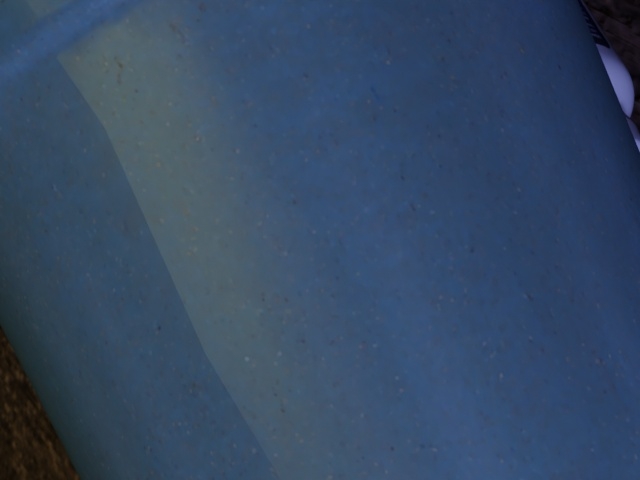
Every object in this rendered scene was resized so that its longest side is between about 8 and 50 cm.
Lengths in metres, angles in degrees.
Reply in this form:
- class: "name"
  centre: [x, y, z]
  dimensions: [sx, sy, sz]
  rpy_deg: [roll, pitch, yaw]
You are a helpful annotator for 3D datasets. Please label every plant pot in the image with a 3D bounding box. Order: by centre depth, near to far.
- class: "plant pot"
  centre: [0.000, 0.000, 0.701]
  dimensions: [0.341, 0.341, 0.334]
  rpy_deg: [-33, 75, 34]

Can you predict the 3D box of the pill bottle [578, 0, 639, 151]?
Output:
- class: "pill bottle"
  centre: [0.111, -0.090, 0.874]
  dimensions: [0.094, 0.094, 0.169]
  rpy_deg: [-45, 49, 26]
